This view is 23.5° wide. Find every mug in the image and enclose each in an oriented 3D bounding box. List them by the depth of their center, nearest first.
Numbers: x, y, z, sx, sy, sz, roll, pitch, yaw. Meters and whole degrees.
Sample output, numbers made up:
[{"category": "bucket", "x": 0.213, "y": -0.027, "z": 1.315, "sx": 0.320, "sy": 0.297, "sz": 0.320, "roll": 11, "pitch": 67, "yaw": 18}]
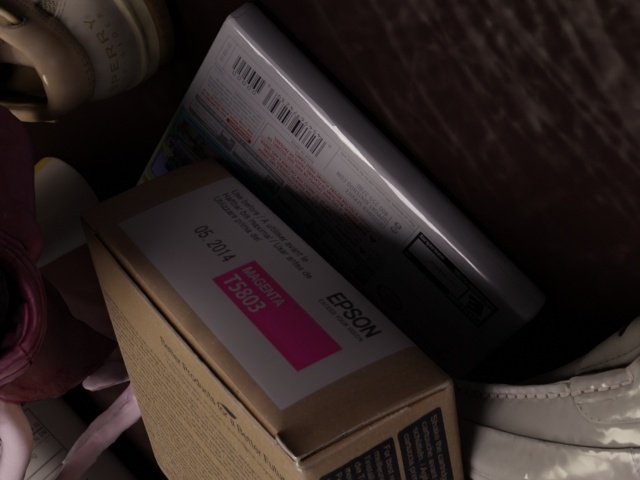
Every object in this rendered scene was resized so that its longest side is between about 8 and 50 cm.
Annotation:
[{"category": "mug", "x": -0.188, "y": -0.011, "z": 0.998, "sx": 0.078, "sy": 0.064, "sz": 0.062, "roll": 1, "pitch": 125, "yaw": 49}]

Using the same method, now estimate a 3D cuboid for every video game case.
[{"category": "video game case", "x": 0.000, "y": 0.000, "z": 0.833, "sx": 0.212, "sy": 0.023, "sz": 0.193, "roll": 45, "pitch": 146, "yaw": 4}]

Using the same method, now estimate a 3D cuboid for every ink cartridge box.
[{"category": "ink cartridge box", "x": -0.020, "y": 0.096, "z": 0.791, "sx": 0.234, "sy": 0.088, "sz": 0.193, "roll": 44, "pitch": 152, "yaw": 46}]

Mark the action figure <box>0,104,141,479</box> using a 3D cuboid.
[{"category": "action figure", "x": -0.210, "y": 0.064, "z": 0.782, "sx": 0.275, "sy": 0.248, "sz": 0.370, "roll": 41, "pitch": 159, "yaw": -10}]

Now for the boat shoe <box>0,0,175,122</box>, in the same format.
[{"category": "boat shoe", "x": -0.216, "y": -0.121, "z": 0.888, "sx": 0.302, "sy": 0.098, "sz": 0.109, "roll": 13, "pitch": 133, "yaw": 41}]

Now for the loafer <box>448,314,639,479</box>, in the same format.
[{"category": "loafer", "x": 0.168, "y": 0.069, "z": 0.656, "sx": 0.319, "sy": 0.112, "sz": 0.111, "roll": -2, "pitch": 86, "yaw": 51}]

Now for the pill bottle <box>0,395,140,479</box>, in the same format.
[{"category": "pill bottle", "x": -0.242, "y": 0.169, "z": 1.178, "sx": 0.229, "sy": 0.131, "sz": 0.131, "roll": 47, "pitch": 146, "yaw": 3}]
